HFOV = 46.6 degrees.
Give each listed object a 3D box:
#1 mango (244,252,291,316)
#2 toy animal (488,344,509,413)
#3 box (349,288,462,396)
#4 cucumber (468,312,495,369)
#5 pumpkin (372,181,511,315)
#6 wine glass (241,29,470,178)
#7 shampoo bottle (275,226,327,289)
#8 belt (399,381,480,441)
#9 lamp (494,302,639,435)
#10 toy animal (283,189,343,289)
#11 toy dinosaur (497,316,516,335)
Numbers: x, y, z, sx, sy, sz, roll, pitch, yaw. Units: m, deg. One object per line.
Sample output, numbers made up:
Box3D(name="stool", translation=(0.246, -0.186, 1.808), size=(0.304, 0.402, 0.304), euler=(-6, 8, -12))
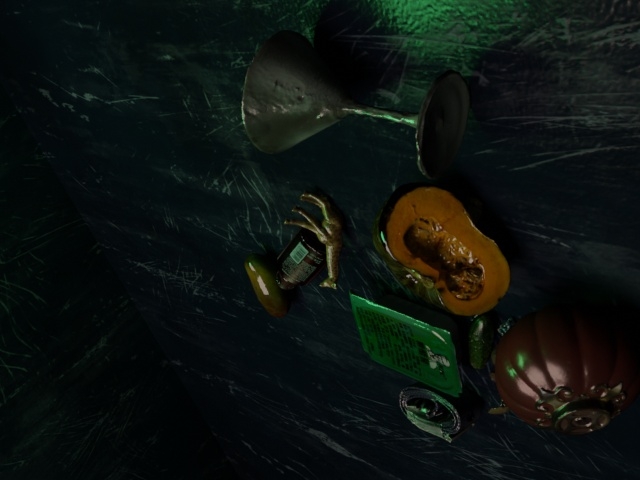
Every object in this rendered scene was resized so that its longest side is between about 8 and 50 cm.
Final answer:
Box3D(name="mango", translation=(-0.159, 0.145, 2.357), size=(0.133, 0.111, 0.267), euler=(-104, -10, -55))
Box3D(name="toy animal", translation=(0.478, 0.349, 1.864), size=(0.186, 0.094, 0.214), euler=(-5, 115, 47))
Box3D(name="box", translation=(0.251, 0.254, 2.001), size=(0.337, 0.106, 0.264), euler=(19, 140, 37))
Box3D(name="cucumber", translation=(0.402, 0.257, 1.860), size=(0.069, 0.069, 0.227), euler=(27, 146, 29))
Box3D(name="pumpkin", translation=(0.258, 0.002, 1.641), size=(0.325, 0.242, 0.232), euler=(47, 179, -10))
Box3D(name="wine glass", translation=(0.071, -0.267, 1.484), size=(0.406, 0.267, 0.267), euler=(17, 139, 33))
Box3D(name="shampoo bottle", translation=(-0.052, 0.058, 2.166), size=(0.129, 0.084, 0.323), euler=(35, 150, -2))
Box3D(name="belt", translation=(0.345, 0.471, 2.124), size=(0.231, 0.126, 0.139), euler=(8, 108, 48))
Box3D(name="lamp", translation=(0.512, 0.263, 1.536), size=(0.303, 0.257, 0.303), euler=(1, 139, 1))
Box3D(name="toy animal", translation=(0.009, -0.004, 1.976), size=(0.275, 0.149, 0.054), euler=(60, -175, -12))
Box3D(name="toy dinosaur", translation=(0.455, 0.213, 1.774), size=(0.047, 0.030, 0.083), euler=(45, 150, 1))
